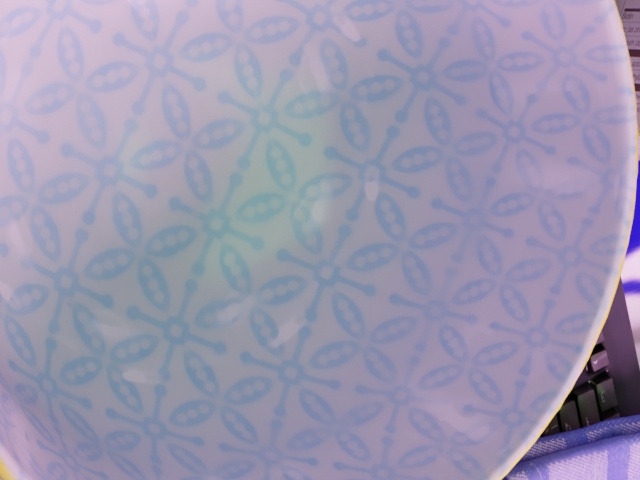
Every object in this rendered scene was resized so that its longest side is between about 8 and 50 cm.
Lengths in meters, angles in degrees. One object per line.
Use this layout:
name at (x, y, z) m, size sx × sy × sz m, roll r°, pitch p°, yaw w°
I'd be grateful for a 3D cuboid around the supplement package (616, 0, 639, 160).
supplement package at (0.297, -0.068, 0.816) m, size 0.262 × 0.204 × 0.145 m, roll 20°, pitch 87°, yaw -30°

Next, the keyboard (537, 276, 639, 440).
keyboard at (0.088, 0.142, 0.822) m, size 0.201 × 0.033 × 0.317 m, roll -24°, pitch 110°, yaw -25°

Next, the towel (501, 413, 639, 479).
towel at (0.156, 0.225, 0.845) m, size 0.209 × 0.034 × 0.285 m, roll -7°, pitch 101°, yaw -37°

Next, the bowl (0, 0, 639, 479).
bowl at (-0.040, -0.030, 0.654) m, size 0.289 × 0.156 × 0.289 m, roll -5°, pitch 100°, yaw -30°
